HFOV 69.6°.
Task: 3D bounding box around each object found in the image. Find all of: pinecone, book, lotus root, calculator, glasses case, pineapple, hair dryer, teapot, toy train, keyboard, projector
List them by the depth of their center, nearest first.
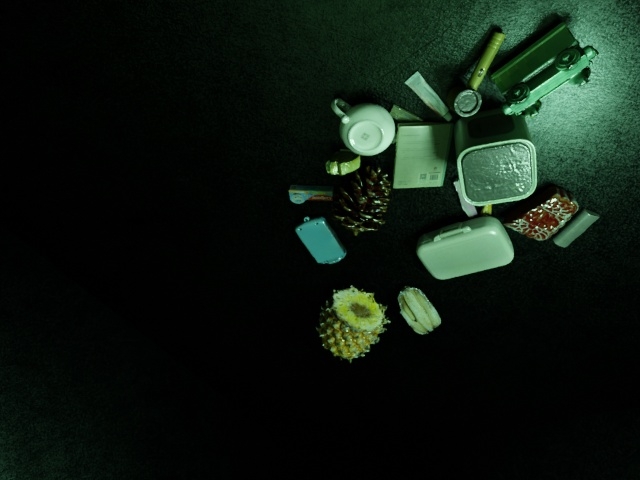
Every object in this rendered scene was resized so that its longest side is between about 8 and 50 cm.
[{"bbox_3d":[0.705,-0.532,1.465,0.120,0.202,0.301,27,133,-36],"label":"toy train"},{"bbox_3d":[0.527,-0.560,1.547,0.090,0.135,0.278,22,114,-6],"label":"hair dryer"},{"bbox_3d":[0.618,-0.301,1.646,0.249,0.249,0.248,-8,128,19],"label":"projector"},{"bbox_3d":[0.165,-0.425,1.716,0.298,0.139,0.204,34,130,-20],"label":"teapot"},{"bbox_3d":[0.320,-0.462,1.729,0.130,0.015,0.049,24,126,-8],"label":"keyboard"},{"bbox_3d":[0.395,-0.326,1.797,0.215,0.025,0.282,-2,130,-2],"label":"book"},{"bbox_3d":[0.168,-0.159,1.880,0.244,0.244,0.308,19,112,-4],"label":"pinecone"},{"bbox_3d":[1.056,-0.050,1.908,0.072,0.042,0.190,18,132,-14],"label":"glasses case"},{"bbox_3d":[0.000,0.000,2.167,0.173,0.051,0.293,-18,123,26],"label":"calculator"},{"bbox_3d":[0.155,0.426,2.314,0.353,0.352,0.300,15,131,-1],"label":"pineapple"},{"bbox_3d":[0.485,0.342,2.346,0.167,0.078,0.329,-30,119,5],"label":"lotus root"}]

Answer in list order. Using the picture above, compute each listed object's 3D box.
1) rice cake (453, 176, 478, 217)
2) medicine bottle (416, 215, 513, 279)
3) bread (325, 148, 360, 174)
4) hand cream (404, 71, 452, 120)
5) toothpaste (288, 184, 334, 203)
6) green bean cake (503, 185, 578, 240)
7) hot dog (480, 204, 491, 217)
[{"bbox_3d":[0.600,-0.175,1.899,0.047,0.036,0.206,-10,128,32],"label":"rice cake"},{"bbox_3d":[0.624,0.037,2.004,0.376,0.122,0.282,-18,130,33],"label":"medicine bottle"},{"bbox_3d":[0.086,-0.306,1.822,0.118,0.156,0.064,25,135,40],"label":"bread"},{"bbox_3d":[0.397,-0.511,1.661,0.216,0.038,0.052,42,102,-15],"label":"hand cream"},{"bbox_3d":[-0.037,-0.200,2.010,0.194,0.044,0.070,3,132,10],"label":"toothpaste"},{"bbox_3d":[0.889,-0.112,1.850,0.199,0.097,0.232,25,131,-10],"label":"green bean cake"},{"bbox_3d":[0.693,-0.116,1.934,0.044,0.028,0.137,-17,132,-8],"label":"hot dog"}]
